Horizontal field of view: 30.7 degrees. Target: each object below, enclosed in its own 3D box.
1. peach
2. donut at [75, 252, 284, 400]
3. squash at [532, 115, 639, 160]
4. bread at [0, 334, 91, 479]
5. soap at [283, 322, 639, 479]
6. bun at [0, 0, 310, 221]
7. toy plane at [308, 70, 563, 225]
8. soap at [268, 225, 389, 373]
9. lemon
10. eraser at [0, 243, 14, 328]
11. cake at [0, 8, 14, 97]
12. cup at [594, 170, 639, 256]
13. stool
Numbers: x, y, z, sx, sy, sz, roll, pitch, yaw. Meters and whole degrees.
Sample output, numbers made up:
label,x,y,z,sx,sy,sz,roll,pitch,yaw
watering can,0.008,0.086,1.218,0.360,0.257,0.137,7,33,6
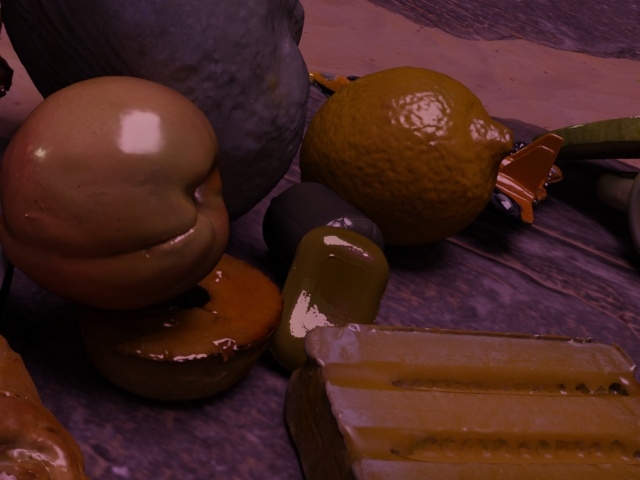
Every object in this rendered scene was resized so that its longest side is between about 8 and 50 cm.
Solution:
label,x,y,z,sx,sy,sz,roll,pitch,yaw
peach,-0.158,-0.034,0.888,0.184,0.184,0.184,14,31,-9
donut,-0.120,0.069,0.966,0.162,0.065,0.178,29,33,27
squash,0.371,-0.128,1.443,0.219,0.041,0.219,-2,-2,0
bread,-0.254,0.141,0.714,0.198,0.120,0.236,-10,44,-36
soap,0.140,0.164,0.934,0.315,0.091,0.199,3,34,-23
bun,-0.146,-0.186,1.076,0.362,0.362,0.211,36,62,26
toy plane,0.119,-0.114,1.359,0.316,0.103,0.204,21,28,16
soap,0.007,0.056,1.020,0.089,0.045,0.140,24,70,-12
lemon,0.082,-0.086,1.205,0.244,0.187,0.187,-4,19,30
eraser,-0.354,0.032,0.878,0.227,0.081,0.174,14,33,-11
cake,-0.464,-0.228,1.031,0.314,0.293,0.307,14,28,4
cup,0.453,-0.057,1.367,0.202,0.173,0.255,-2,38,-34
stool,0.000,0.000,1.111,0.096,0.096,0.110,-4,34,-34
